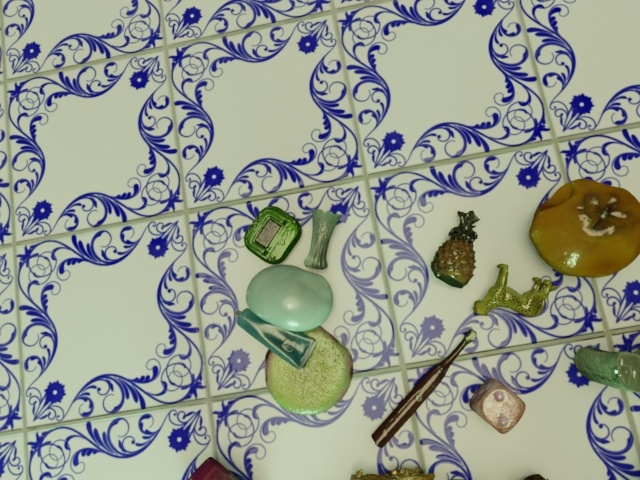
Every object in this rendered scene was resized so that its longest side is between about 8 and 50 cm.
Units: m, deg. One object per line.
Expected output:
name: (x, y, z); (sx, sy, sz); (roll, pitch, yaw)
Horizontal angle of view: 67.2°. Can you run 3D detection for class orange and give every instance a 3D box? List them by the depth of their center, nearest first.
orange: (0.631, -0.027, 1.122); (0.248, 0.183, 0.249); (-1, 79, 6)

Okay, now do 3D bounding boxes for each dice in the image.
dice: (0.410, 0.383, 1.120); (0.094, 0.093, 0.091); (38, 86, 12)

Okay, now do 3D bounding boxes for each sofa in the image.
sofa: (0.714, 0.239, 1.059); (0.225, 0.210, 0.176); (5, 83, 7)

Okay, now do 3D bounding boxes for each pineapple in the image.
pineapple: (0.346, 0.015, 1.189); (0.108, 0.108, 0.198); (22, 73, 9)

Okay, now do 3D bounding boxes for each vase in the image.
vase: (0.000, 0.000, 1.233); (0.081, 0.081, 0.149); (11, 85, 7)

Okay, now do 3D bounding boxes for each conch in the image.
conch: (-0.077, 0.131, 1.196); (0.221, 0.121, 0.185); (9, 40, 1)

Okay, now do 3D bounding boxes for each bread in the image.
bread: (-0.033, 0.320, 1.202); (0.228, 0.033, 0.229); (-1, 80, 7)

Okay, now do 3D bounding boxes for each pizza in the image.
pizza: (0.177, 0.591, 1.127); (0.198, 0.062, 0.188); (-26, 91, -6)

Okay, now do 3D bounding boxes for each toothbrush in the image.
toothbrush: (0.256, 0.355, 1.167); (0.041, 0.041, 0.364); (43, 87, 10)

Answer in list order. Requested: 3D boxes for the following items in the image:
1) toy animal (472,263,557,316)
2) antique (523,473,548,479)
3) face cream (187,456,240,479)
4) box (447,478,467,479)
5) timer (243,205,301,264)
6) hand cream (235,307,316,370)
toy animal: (0.479, 0.142, 1.174); (0.181, 0.073, 0.136); (19, 91, -4)
antique: (0.519, 0.684, 1.058); (0.087, 0.093, 0.310); (-22, 79, 1)
face cream: (-0.238, 0.628, 1.098); (0.195, 0.175, 0.175); (35, 85, 11)
box: (0.321, 0.666, 1.053); (0.226, 0.149, 0.226); (-1, 81, 5)
timer: (-0.126, -0.014, 1.260); (0.128, 0.047, 0.140); (34, 85, 10)
hand cream: (-0.121, 0.235, 1.202); (0.224, 0.048, 0.083); (26, 76, 18)
